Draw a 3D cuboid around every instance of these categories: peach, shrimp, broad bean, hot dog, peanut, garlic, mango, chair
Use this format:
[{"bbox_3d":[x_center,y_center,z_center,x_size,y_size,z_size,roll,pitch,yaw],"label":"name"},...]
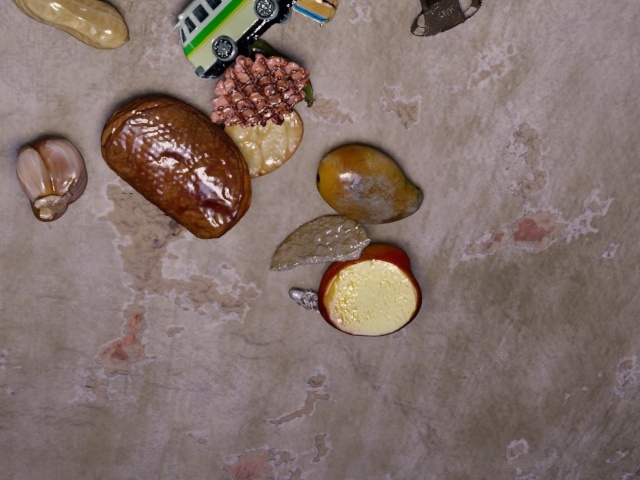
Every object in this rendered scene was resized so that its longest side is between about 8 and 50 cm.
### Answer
[{"bbox_3d":[0.123,0.142,2.143,0.274,0.249,0.245,-12,166,-7],"label":"peach"},{"bbox_3d":[-0.017,0.170,2.243,0.165,0.065,0.057,20,93,-18],"label":"shrimp"},{"bbox_3d":[-0.097,-0.410,1.888,0.254,0.046,0.065,35,124,-26],"label":"broad bean"},{"bbox_3d":[-0.343,-0.175,1.917,0.387,0.174,0.267,41,118,-13],"label":"hot dog"},{"bbox_3d":[-0.541,-0.501,1.731,0.274,0.125,0.111,23,97,-19],"label":"peanut"},{"bbox_3d":[-0.638,-0.149,1.918,0.160,0.191,0.214,-17,165,-12],"label":"garlic"},{"bbox_3d":[0.128,-0.135,2.036,0.316,0.146,0.193,20,119,-34],"label":"mango"},{"bbox_3d":[0.272,-0.547,1.799,0.174,0.149,0.213,-21,126,4],"label":"chair"}]

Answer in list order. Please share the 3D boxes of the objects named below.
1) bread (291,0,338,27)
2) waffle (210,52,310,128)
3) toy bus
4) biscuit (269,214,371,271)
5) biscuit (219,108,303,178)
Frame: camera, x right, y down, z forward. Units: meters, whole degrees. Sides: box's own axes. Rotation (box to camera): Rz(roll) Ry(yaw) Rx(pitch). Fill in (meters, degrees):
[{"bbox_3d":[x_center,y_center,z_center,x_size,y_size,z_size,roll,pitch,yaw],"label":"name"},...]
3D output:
[{"bbox_3d":[-0.013,-0.541,1.817,0.106,0.053,0.072,22,140,-16],"label":"bread"},{"bbox_3d":[-0.137,-0.340,1.834,0.234,0.055,0.221,-3,144,-32],"label":"waffle"},{"bbox_3d":[-0.193,-0.495,1.758,0.276,0.133,0.165,-39,89,16],"label":"toy bus"},{"bbox_3d":[0.001,0.001,2.100,0.289,0.141,0.038,-12,149,22],"label":"biscuit"},{"bbox_3d":[-0.161,-0.254,1.983,0.203,0.041,0.260,28,115,-25],"label":"biscuit"}]
